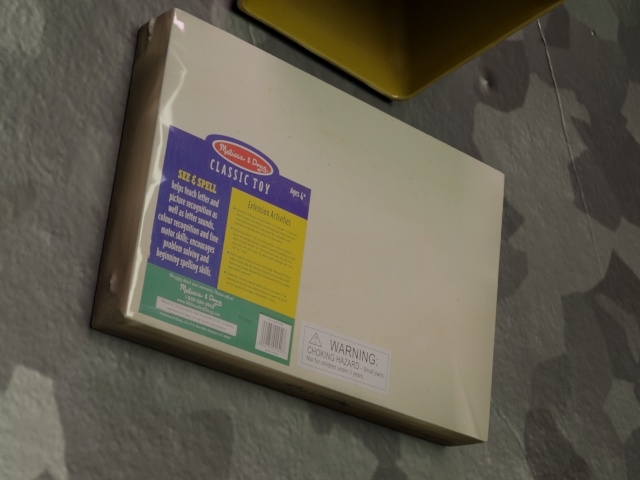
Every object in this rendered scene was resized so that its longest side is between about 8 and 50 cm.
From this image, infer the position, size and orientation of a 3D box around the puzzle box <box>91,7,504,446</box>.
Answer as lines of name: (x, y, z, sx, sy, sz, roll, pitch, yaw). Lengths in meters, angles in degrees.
puzzle box: (0.000, 0.000, 1.318, 0.408, 0.052, 0.272, 23, 64, -36)

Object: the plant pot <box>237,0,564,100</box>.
plant pot: (0.070, -0.287, 1.370, 0.212, 0.212, 0.187, 26, 49, -36)
